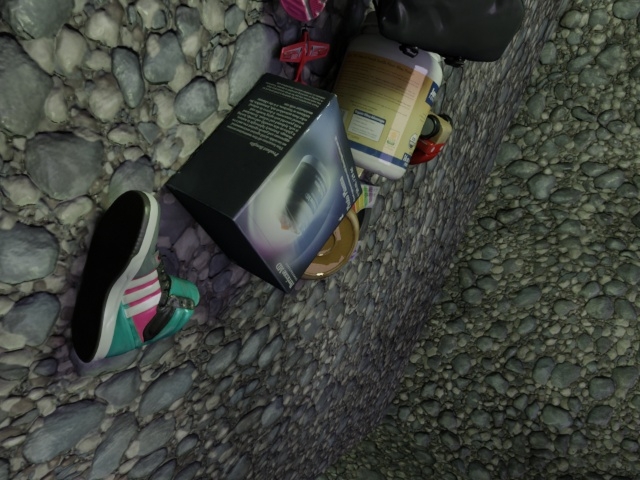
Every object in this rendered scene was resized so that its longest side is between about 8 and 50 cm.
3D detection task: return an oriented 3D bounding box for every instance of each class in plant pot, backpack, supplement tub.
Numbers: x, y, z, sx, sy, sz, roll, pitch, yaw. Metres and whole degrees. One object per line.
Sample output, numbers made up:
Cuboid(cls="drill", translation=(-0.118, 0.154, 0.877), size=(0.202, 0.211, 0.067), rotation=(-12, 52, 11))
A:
Cuboid(cls="plant pot", translation=(0.000, 0.000, 1.168), size=(0.236, 0.032, 0.237), rotation=(-10, 116, -21))
Cuboid(cls="backpack", translation=(0.196, -0.529, 0.845), size=(0.289, 0.356, 0.274), rotation=(1, 137, -27))
Cuboid(cls="supplement tub", translation=(0.136, -0.318, 1.047), size=(0.228, 0.228, 0.317), rotation=(2, 111, -60))

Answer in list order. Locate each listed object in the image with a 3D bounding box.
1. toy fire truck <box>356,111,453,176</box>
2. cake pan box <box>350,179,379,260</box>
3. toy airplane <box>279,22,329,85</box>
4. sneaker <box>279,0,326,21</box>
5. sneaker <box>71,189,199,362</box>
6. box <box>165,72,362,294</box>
Cuboid(cls="toy fire truck", translation=(0.191, -0.257, 1.233), size=(0.158, 0.217, 0.247), rotation=(-22, 146, -51))
Cuboid(cls="cake pan box", translation=(0.050, -0.051, 1.299), size=(0.266, 0.070, 0.246), rotation=(-5, 119, -58))
Cuboid(cls="toy airplane", translation=(-0.037, -0.356, 0.933), size=(0.151, 0.028, 0.151), rotation=(-39, 143, -37))
Cuboid(cls="sneaker", translation=(0.010, -0.509, 0.798), size=(0.252, 0.102, 0.111), rotation=(-56, -169, 22))
Cuboid(cls="sneaker", translation=(-0.277, 0.062, 0.768), size=(0.178, 0.123, 0.296), rotation=(1, 120, -54))
Cuboid(cls="box", translation=(-0.083, -0.100, 0.911), size=(0.294, 0.182, 0.296), rotation=(-53, 150, -16))
